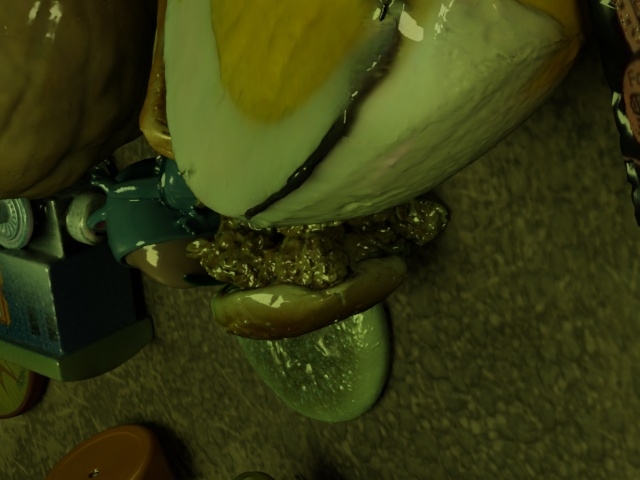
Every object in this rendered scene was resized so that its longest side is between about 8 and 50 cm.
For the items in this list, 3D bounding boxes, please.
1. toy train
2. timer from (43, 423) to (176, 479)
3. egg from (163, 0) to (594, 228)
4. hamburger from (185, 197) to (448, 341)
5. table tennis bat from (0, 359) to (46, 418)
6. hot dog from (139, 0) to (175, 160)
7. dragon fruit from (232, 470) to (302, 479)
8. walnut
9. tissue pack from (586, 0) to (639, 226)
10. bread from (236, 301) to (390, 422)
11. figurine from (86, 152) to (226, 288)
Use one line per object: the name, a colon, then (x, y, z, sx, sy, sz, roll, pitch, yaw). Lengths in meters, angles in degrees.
toy train: (-0.291, 0.006, 1.684, 0.299, 0.131, 0.202, 15, 119, 43)
timer: (-0.171, 0.268, 1.713, 0.132, 0.132, 0.152, 6, 135, 52)
egg: (0.047, -0.149, 1.097, 0.337, 0.201, 0.337, -40, 42, 49)
hamburger: (0.000, 0.000, 1.300, 0.159, 0.184, 0.131, 26, -127, -81)
table tennis bat: (-0.375, 0.091, 1.941, 0.310, 0.038, 0.200, -7, 101, 51)
hot dog: (-0.068, -0.151, 1.289, 0.102, 0.076, 0.249, -25, 45, 30)
dragon fruit: (-0.047, 0.302, 1.464, 0.224, 0.227, 0.224, 25, 129, 34)
walnut: (-0.238, -0.179, 1.416, 0.285, 0.285, 0.296, 125, 155, -50)
tissue pack: (0.257, -0.103, 0.925, 0.245, 0.123, 0.332, 1, 112, 47)
bread: (-0.009, 0.093, 1.453, 0.193, 0.036, 0.112, -1, 109, 54)
figurine: (-0.099, -0.019, 1.458, 0.144, 0.114, 0.178, 57, 135, 13)
